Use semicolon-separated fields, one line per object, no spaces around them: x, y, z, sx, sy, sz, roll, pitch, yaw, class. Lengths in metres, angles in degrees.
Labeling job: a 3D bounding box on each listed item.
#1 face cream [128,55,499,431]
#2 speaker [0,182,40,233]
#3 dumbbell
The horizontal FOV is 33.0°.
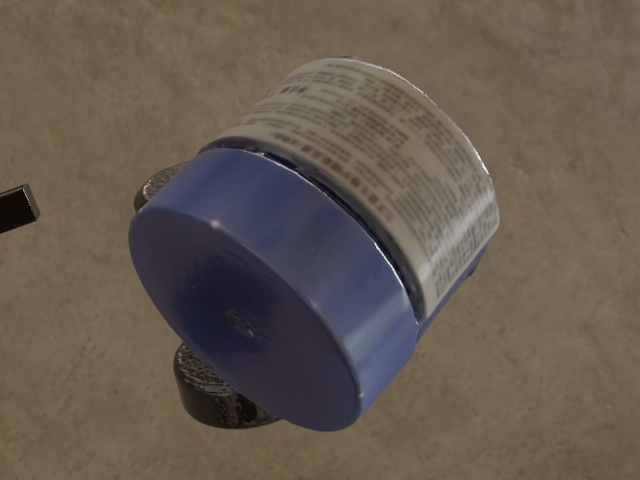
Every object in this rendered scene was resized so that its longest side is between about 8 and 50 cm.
0.000;0.000;0.922;0.249;0.249;0.225;44;62;2;face cream
-0.439;-0.016;1.308;0.191;0.040;0.046;-20;106;-1;speaker
-0.114;0.065;1.419;0.203;0.203;0.322;-28;121;-35;dumbbell
